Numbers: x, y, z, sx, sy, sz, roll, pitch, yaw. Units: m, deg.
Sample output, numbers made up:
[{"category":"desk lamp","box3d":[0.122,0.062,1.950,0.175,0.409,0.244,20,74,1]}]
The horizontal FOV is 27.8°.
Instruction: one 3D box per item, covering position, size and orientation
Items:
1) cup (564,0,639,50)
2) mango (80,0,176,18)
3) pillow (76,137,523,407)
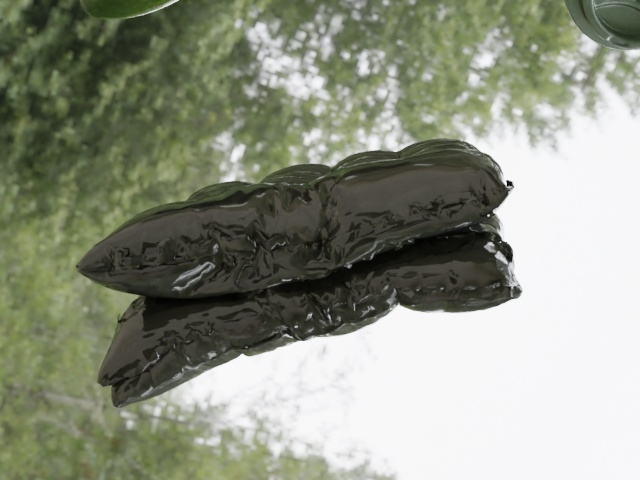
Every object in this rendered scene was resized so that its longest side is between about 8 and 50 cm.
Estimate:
[{"category":"cup","box3d":[0.252,-0.230,1.065,0.120,0.120,0.141,-56,-162,27]},{"category":"mango","box3d":[-0.077,-0.250,0.874,0.137,0.091,0.237,7,-111,34]},{"category":"pillow","box3d":[0.000,0.000,0.796,0.326,0.228,0.101,-63,141,-81]}]
